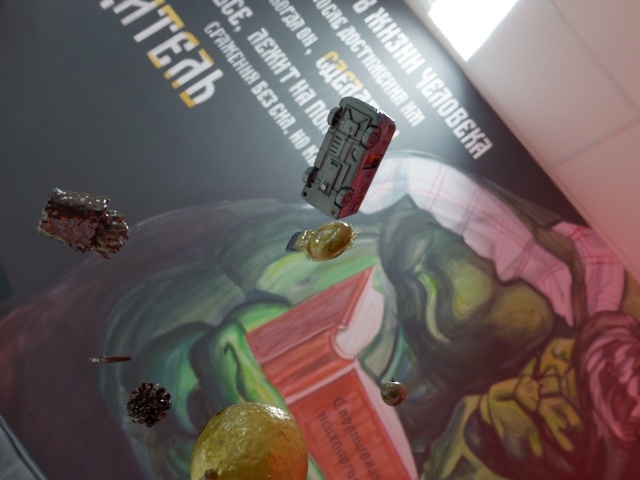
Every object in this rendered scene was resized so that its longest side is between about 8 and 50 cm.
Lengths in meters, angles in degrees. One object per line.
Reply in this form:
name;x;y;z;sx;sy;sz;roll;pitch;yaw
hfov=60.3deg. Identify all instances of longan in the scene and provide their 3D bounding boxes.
longan;0.207;0.430;1.570;0.075;0.075;0.083;71;11;-52

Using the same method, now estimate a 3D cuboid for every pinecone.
pinecone;-0.529;0.498;1.686;0.140;0.140;0.121;41;-18;39

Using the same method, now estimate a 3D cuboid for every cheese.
cheese;0.000;0.000;1.768;0.270;0.177;0.069;0;-42;39

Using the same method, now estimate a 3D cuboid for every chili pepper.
chili pepper;-0.280;0.593;1.375;0.208;0.049;0.043;117;-32;-48

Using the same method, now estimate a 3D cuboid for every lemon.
lemon;-0.200;0.656;1.590;0.350;0.350;0.387;60;-1;-28

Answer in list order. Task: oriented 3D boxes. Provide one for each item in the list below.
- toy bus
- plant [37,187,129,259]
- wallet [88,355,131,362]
toy bus;0.063;-0.176;1.181;0.113;0.246;0.134;35;24;25
plant;-0.550;-0.043;1.295;0.194;0.129;0.132;23;18;-27
wallet;-0.742;0.416;1.928;0.176;0.095;0.026;-15;-107;48
